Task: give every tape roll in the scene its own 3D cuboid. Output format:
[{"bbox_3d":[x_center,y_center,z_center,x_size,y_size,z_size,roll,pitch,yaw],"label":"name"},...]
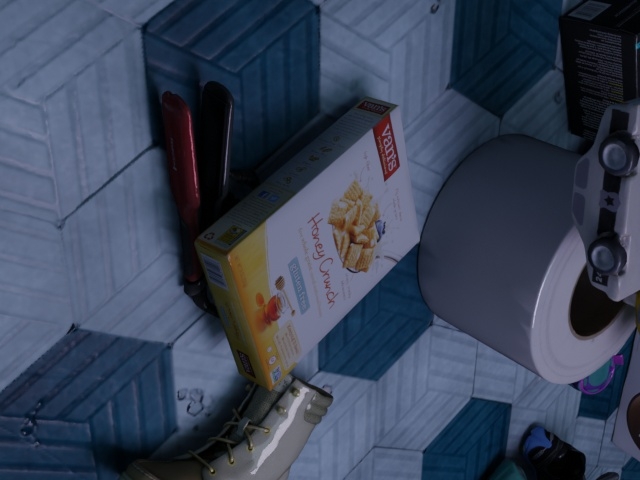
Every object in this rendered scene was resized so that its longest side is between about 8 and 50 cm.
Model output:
[{"bbox_3d":[0.254,0.018,1.014,0.246,0.169,0.246,-20,123,-34],"label":"tape roll"}]

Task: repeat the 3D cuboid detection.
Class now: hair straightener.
[{"bbox_3d":[-0.081,-0.028,0.771,0.089,0.047,0.230,-24,126,-32],"label":"hair straightener"}]

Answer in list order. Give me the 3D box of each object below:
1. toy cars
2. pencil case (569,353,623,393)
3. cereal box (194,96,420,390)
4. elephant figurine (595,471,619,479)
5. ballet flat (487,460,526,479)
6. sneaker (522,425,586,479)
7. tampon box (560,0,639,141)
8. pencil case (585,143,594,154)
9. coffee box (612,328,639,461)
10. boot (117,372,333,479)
[{"bbox_3d":[0.325,0.008,0.895,0.176,0.087,0.393,-55,133,-13],"label":"toy cars"},{"bbox_3d":[0.298,0.131,1.123,0.070,0.152,0.064,-26,126,-21],"label":"pencil case"},{"bbox_3d":[0.000,0.000,0.829,0.240,0.047,0.173,-43,138,-30],"label":"cereal box"},{"bbox_3d":[0.388,0.411,1.292,0.239,0.186,0.169,22,84,-63],"label":"elephant figurine"},{"bbox_3d":[0.225,0.431,1.270,0.087,0.083,0.247,5,107,-29],"label":"ballet flat"},{"bbox_3d":[0.364,0.345,1.349,0.067,0.078,0.188,-52,137,-12],"label":"sneaker"},{"bbox_3d":[0.362,-0.205,1.043,0.120,0.101,0.161,-36,132,-23],"label":"tampon box"},{"bbox_3d":[0.415,-0.130,1.141,0.206,0.088,0.086,-46,140,-13],"label":"pencil case"},{"bbox_3d":[0.724,0.220,1.427,0.338,0.334,0.337,-18,123,-33],"label":"coffee box"},{"bbox_3d":[-0.083,0.192,0.865,0.213,0.077,0.165,29,91,-52],"label":"boot"}]
